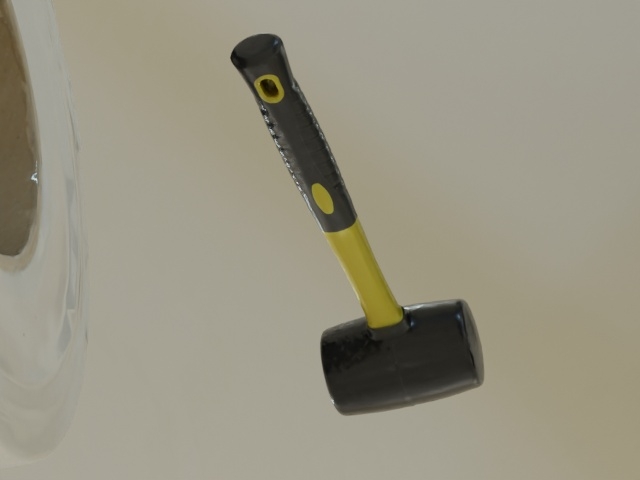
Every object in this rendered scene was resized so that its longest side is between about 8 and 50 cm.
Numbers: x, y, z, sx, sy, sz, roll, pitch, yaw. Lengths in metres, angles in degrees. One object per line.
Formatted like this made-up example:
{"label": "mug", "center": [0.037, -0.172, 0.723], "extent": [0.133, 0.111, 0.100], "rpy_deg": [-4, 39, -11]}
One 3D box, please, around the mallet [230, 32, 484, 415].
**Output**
{"label": "mallet", "center": [0.000, 0.000, 0.713], "extent": [0.062, 0.190, 0.039], "rpy_deg": [-20, -137, 17]}

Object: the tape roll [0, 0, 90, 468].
{"label": "tape roll", "center": [-0.167, -0.053, 0.688], "extent": [0.100, 0.286, 0.286], "rpy_deg": [-11, -106, 6]}
